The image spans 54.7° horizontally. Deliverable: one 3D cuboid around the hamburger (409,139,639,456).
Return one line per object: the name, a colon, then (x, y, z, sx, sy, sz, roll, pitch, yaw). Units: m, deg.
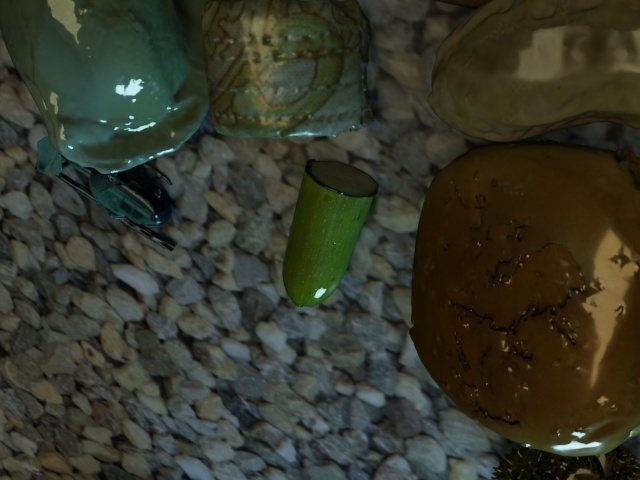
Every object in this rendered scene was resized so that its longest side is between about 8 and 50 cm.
hamburger: (0.221, 0.052, 0.633, 0.284, 0.174, 0.304, 19, 109, 51)

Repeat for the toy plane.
toy plane: (-0.289, -0.076, 0.854, 0.235, 0.060, 0.096, 34, 129, -1)

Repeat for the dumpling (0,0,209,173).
dumpling: (-0.246, -0.255, 0.690, 0.270, 0.211, 0.320, 10, 122, 11)

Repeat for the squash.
squash: (0.000, 0.000, 0.772, 0.095, 0.095, 0.187, 24, 119, 9)

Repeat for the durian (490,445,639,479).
durian: (0.305, 0.334, 0.764, 0.194, 0.138, 0.237, 2, 108, 17)

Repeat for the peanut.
peanut: (0.252, -0.160, 0.545, 0.314, 0.149, 0.149, 5, 110, 21)

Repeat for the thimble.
thimble: (-0.033, -0.191, 0.684, 0.191, 0.137, 0.143, 3, 110, 5)

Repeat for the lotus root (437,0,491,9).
lotus root: (0.171, -0.290, 0.597, 0.221, 0.118, 0.125, 7, 125, 13)
